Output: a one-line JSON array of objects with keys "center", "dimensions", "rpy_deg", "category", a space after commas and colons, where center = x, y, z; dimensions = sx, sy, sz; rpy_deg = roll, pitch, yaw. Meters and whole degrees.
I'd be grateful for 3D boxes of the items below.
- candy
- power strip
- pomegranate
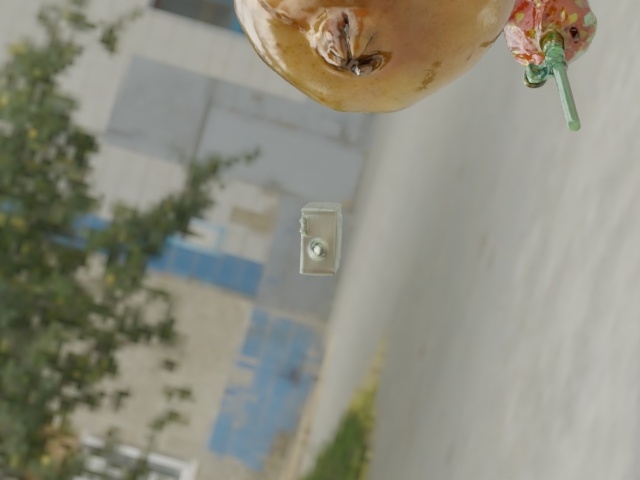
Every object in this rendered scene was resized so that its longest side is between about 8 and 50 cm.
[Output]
[{"center": [0.195, -0.141, 1.566], "dimensions": [0.078, 0.084, 0.288], "rpy_deg": [-44, 17, 19], "category": "candy"}, {"center": [0.000, 0.000, 2.081], "dimensions": [0.175, 0.042, 0.075], "rpy_deg": [-61, -26, -84], "category": "power strip"}, {"center": [0.039, -0.191, 1.362], "dimensions": [0.209, 0.209, 0.209], "rpy_deg": [-164, 90, -86], "category": "pomegranate"}]
